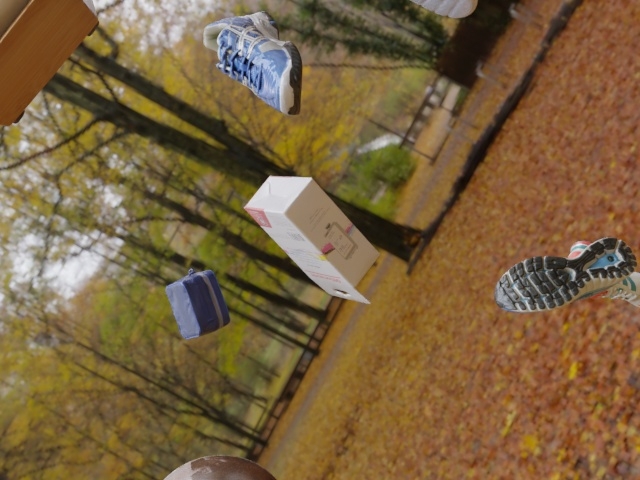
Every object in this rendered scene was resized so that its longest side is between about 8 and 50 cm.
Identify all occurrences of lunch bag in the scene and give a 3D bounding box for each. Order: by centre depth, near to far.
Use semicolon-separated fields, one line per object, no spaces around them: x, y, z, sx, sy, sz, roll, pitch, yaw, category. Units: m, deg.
-0.178;0.090;1.244;0.065;0.099;0.067;-20;3;-37;lunch bag

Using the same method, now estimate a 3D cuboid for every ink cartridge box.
0.000;0.000;1.179;0.067;0.198;0.115;-52;29;-18;ink cartridge box

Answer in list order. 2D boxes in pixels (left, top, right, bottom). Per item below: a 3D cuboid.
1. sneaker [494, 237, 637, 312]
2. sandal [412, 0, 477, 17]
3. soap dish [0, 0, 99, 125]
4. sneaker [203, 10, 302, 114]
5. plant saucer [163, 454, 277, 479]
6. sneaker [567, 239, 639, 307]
0.271;0.053;0.940;0.073;0.162;0.063;91;163;-60;sneaker
0.075;-0.335;0.938;0.076;0.265;0.102;-52;-18;-12;sandal
-0.407;-0.296;1.130;0.229;0.118;0.291;-46;36;12;soap dish
-0.076;-0.201;0.976;0.211;0.081;0.080;-124;33;-52;sneaker
-0.132;0.382;1.101;0.199;0.198;0.036;-62;8;1;plant saucer
0.436;0.071;1.264;0.075;0.161;0.057;-51;-7;-36;sneaker
